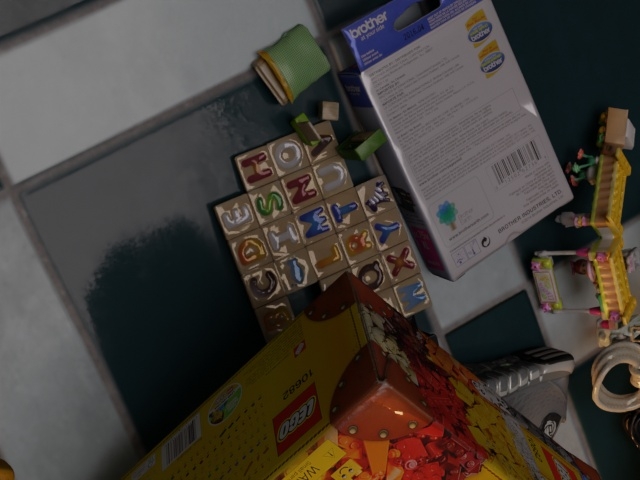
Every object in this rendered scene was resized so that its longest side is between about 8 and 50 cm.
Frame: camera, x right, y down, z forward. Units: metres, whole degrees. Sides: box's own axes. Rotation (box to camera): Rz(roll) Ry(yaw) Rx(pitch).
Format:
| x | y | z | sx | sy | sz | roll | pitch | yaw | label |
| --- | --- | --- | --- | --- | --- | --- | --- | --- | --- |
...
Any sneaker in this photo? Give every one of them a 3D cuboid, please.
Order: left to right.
| x | y | z | sx | sy | sz | roll | pitch | yaw | label |
| --- | --- | --- | --- | --- | --- | --- | --- | --- | --- |
| 0.201 | 0.208 | 1.496 | 0.228 | 0.086 | 0.132 | -9 | 103 | -25 | sneaker |

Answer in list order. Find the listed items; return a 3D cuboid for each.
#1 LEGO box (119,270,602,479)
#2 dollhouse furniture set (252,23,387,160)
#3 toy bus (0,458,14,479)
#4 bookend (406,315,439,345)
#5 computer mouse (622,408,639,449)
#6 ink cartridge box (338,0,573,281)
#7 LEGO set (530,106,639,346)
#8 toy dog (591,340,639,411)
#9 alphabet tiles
| x | y | z | sx | sy | sz | roll | pitch | yaw | label |
| --- | --- | --- | --- | --- | --- | --- | --- | --- | --- |
| -0.007 | 0.335 | 1.245 | 0.372 | 0.193 | 0.500 | 39 | 107 | -24 | LEGO box |
| 0.001 | -0.151 | 1.356 | 0.076 | 0.058 | 0.152 | -40 | 106 | -15 | dollhouse furniture set |
| -0.446 | 0.198 | 1.175 | 0.332 | 0.108 | 0.130 | 10 | 91 | -26 | toy bus |
| 0.078 | 0.148 | 1.387 | 0.156 | 0.157 | 0.072 | -22 | 106 | -20 | bookend |
| 0.494 | 0.190 | 1.649 | 0.262 | 0.060 | 0.184 | -48 | 112 | -4 | computer mouse |
| 0.145 | -0.135 | 1.433 | 0.186 | 0.065 | 0.311 | -33 | 112 | -18 | ink cartridge box |
| 0.313 | -0.010 | 1.530 | 0.132 | 0.107 | 0.287 | -15 | 101 | -58 | LEGO set |
| 0.479 | 0.226 | 1.510 | 0.220 | 0.161 | 0.334 | -36 | 122 | -5 | toy dog |
| 0.000 | 0.000 | 1.394 | 0.198 | 0.009 | 0.237 | -24 | 99 | -21 | alphabet tiles |
